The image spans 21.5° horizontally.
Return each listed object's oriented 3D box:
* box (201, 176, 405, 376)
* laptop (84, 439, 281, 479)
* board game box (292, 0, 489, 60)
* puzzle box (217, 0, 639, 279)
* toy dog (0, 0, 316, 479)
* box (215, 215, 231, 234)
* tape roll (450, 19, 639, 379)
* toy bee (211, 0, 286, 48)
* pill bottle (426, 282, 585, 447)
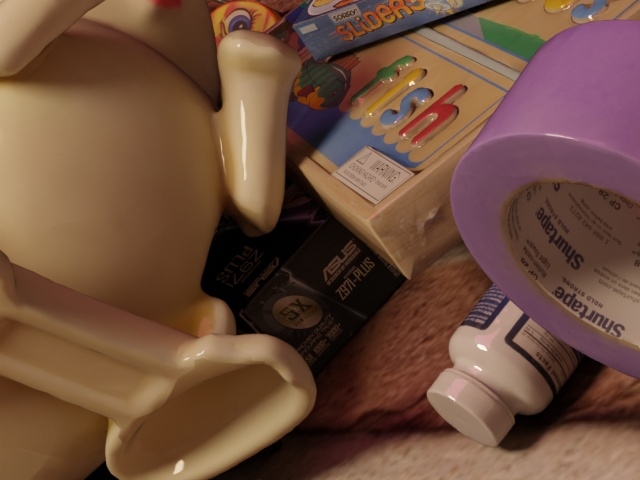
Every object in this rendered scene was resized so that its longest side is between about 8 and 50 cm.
[{"bbox_3d":[0.000,0.000,1.230,0.180,0.077,0.147,-47,23,-9],"label":"box"},{"bbox_3d":[-0.257,0.280,1.245,0.382,0.236,0.407,15,89,65],"label":"laptop"},{"bbox_3d":[0.089,-0.201,1.180,0.201,0.035,0.136,-15,32,39],"label":"board game box"},{"bbox_3d":[0.083,-0.133,1.173,0.272,0.052,0.409,-38,25,-5],"label":"puzzle box"},{"bbox_3d":[-0.167,-0.033,1.149,0.395,0.285,0.408,126,155,-46],"label":"toy dog"},{"bbox_3d":[-0.011,-0.079,1.379,0.232,0.087,0.058,-49,33,-16],"label":"box"},{"bbox_3d":[0.164,-0.013,0.827,0.189,0.189,0.080,-6,42,56],"label":"tape roll"},{"bbox_3d":[-0.072,-0.138,1.431,0.162,0.298,0.195,-4,11,31],"label":"toy bee"},{"bbox_3d":[0.115,0.055,0.949,0.120,0.067,0.067,-50,23,-17],"label":"pill bottle"}]
